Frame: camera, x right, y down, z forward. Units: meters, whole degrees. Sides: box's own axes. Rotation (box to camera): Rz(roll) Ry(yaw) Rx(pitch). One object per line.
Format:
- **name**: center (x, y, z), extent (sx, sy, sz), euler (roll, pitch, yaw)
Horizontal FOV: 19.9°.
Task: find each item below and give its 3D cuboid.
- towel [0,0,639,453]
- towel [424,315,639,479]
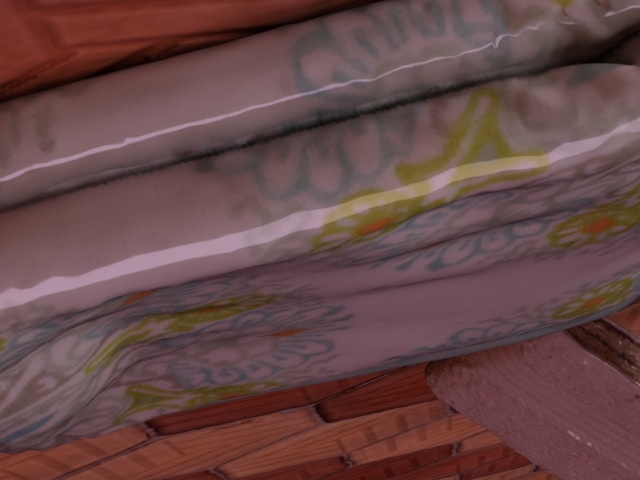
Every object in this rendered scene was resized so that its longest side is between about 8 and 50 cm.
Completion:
- **towel**: center (0.000, 0.000, 0.762), extent (0.374, 0.090, 0.320), euler (-16, 167, -5)
- **towel**: center (0.231, 0.147, 1.383), extent (0.282, 0.049, 0.187), euler (33, 147, -16)
